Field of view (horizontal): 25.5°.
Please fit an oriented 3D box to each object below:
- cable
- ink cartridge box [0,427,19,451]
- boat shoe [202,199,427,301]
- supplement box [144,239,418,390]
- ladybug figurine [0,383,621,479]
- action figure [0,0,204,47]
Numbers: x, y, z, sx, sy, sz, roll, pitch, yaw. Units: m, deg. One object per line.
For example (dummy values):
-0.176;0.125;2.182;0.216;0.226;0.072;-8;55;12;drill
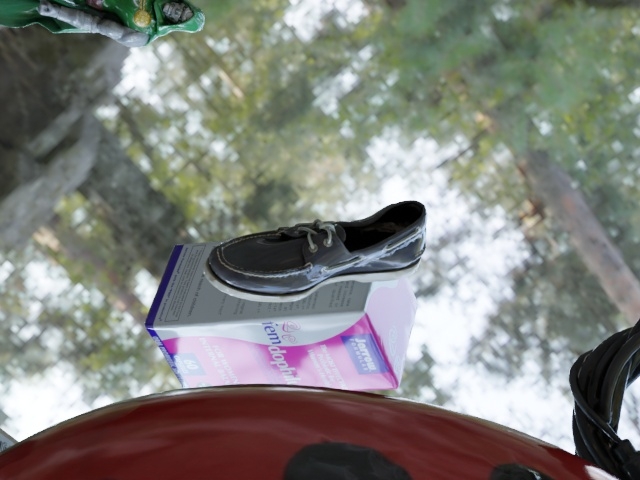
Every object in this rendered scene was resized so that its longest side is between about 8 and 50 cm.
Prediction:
0.209;0.114;0.723;0.184;0.047;0.150;26;-86;17;cable
-0.347;0.268;1.398;0.088;0.235;0.193;-42;-157;16;ink cartridge box
0.000;0.000;1.179;0.075;0.206;0.065;57;-38;38;boat shoe
-0.034;0.069;1.323;0.220;0.111;0.114;-7;-138;22;supplement box
0.021;0.200;0.576;0.162;0.449;0.305;131;-34;-62;ladybug figurine
-0.199;-0.214;1.140;0.063;0.232;0.137;-9;118;-82;action figure
